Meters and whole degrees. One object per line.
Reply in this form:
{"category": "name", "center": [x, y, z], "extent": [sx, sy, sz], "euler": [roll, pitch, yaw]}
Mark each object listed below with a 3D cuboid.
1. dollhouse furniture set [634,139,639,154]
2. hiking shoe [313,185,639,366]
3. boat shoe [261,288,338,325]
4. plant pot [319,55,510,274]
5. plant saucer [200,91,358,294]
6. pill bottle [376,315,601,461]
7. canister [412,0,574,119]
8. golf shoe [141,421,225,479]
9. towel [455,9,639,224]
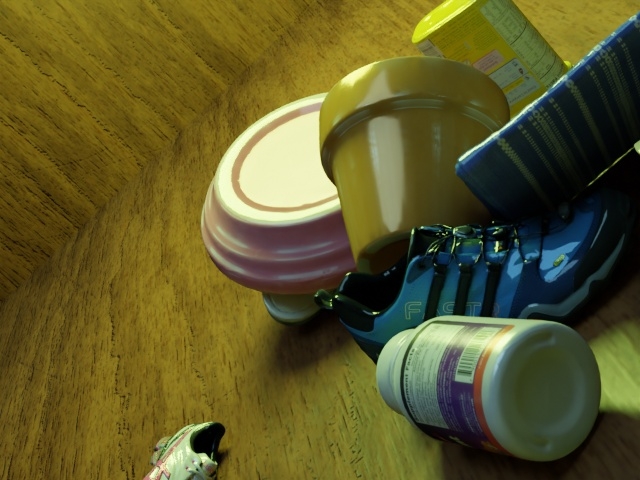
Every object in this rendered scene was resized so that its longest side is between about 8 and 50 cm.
{"category": "dollhouse furniture set", "center": [0.325, -0.024, 0.784], "extent": [0.129, 0.129, 0.183], "euler": [-38, 20, 20]}
{"category": "hiking shoe", "center": [0.142, 0.032, 1.035], "extent": [0.304, 0.132, 0.113], "euler": [-35, 22, 27]}
{"category": "boat shoe", "center": [0.000, 0.000, 1.487], "extent": [0.099, 0.116, 0.319], "euler": [91, -169, -48]}
{"category": "plant pot", "center": [0.099, -0.053, 1.176], "extent": [0.205, 0.205, 0.187], "euler": [-29, 47, 38]}
{"category": "plant saucer", "center": [-0.002, -0.078, 1.413], "extent": [0.332, 0.084, 0.332], "euler": [-13, 40, 12]}
{"category": "pill bottle", "center": [0.128, 0.116, 0.934], "extent": [0.108, 0.108, 0.193], "euler": [-52, 20, -19]}
{"category": "canister", "center": [0.205, -0.213, 1.337], "extent": [0.126, 0.170, 0.073], "euler": [-31, 24, 34]}
{"category": "golf shoe", "center": [-0.158, 0.269, 1.262], "extent": [0.086, 0.067, 0.186], "euler": [-33, 23, 27]}
{"category": "towel", "center": [0.275, -0.142, 1.035], "extent": [0.336, 0.040, 0.243], "euler": [-42, -23, 9]}
